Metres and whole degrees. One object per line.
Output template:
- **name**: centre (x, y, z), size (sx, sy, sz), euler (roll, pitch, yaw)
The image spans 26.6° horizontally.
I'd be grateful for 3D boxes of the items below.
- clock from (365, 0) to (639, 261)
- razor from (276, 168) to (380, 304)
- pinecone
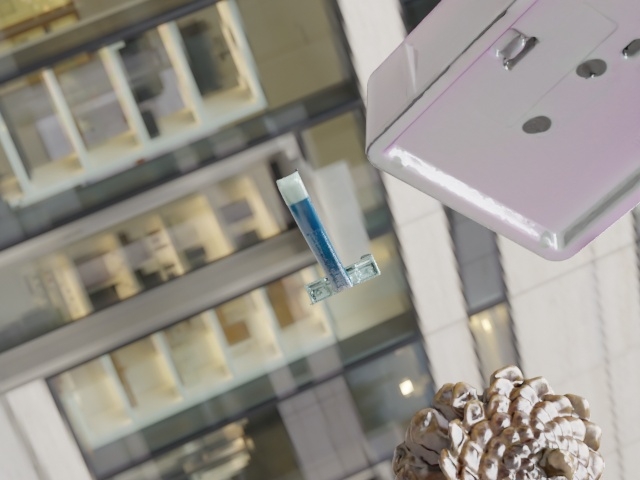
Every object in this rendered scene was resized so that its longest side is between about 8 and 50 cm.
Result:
- **clock**: centre (0.133, -0.090, 0.702), size (0.150, 0.197, 0.063), euler (26, 40, -25)
- **razor**: centre (0.001, 0.003, 1.113), size (0.191, 0.068, 0.037), euler (62, 3, -60)
- **pinecone**: centre (0.144, 0.222, 1.169), size (0.169, 0.185, 0.212), euler (-109, -147, -46)
